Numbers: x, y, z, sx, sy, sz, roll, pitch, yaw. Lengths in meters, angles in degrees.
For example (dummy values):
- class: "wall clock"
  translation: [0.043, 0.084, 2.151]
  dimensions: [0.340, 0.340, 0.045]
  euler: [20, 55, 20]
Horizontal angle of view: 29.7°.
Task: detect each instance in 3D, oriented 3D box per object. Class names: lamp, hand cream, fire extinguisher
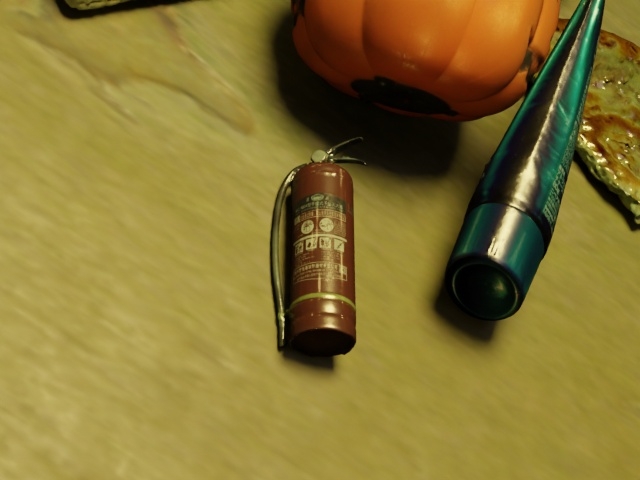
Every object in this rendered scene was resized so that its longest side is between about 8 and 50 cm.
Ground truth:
- class: "lamp"
  translation: [0.075, -0.174, 0.853]
  dimensions: [0.188, 0.188, 0.164]
  euler: [19, 82, -21]
- class: "hand cream"
  translation: [0.163, -0.071, 0.872]
  dimensions: [0.061, 0.120, 0.270]
  euler: [20, 61, 15]
- class: "fire extinguisher"
  translation: [0.000, 0.000, 0.789]
  dimensions: [0.064, 0.043, 0.158]
  euler: [-9, 54, 12]

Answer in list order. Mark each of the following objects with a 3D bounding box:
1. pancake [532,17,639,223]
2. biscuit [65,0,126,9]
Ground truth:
- class: "pancake"
  translation: [0.285, -0.093, 1.030]
  dimensions: [0.377, 0.054, 0.197]
  euler: [26, 50, -14]
- class: "biscuit"
  translation: [-0.119, -0.229, 0.874]
  dimensions: [0.199, 0.040, 0.121]
  euler: [-18, 67, -40]
